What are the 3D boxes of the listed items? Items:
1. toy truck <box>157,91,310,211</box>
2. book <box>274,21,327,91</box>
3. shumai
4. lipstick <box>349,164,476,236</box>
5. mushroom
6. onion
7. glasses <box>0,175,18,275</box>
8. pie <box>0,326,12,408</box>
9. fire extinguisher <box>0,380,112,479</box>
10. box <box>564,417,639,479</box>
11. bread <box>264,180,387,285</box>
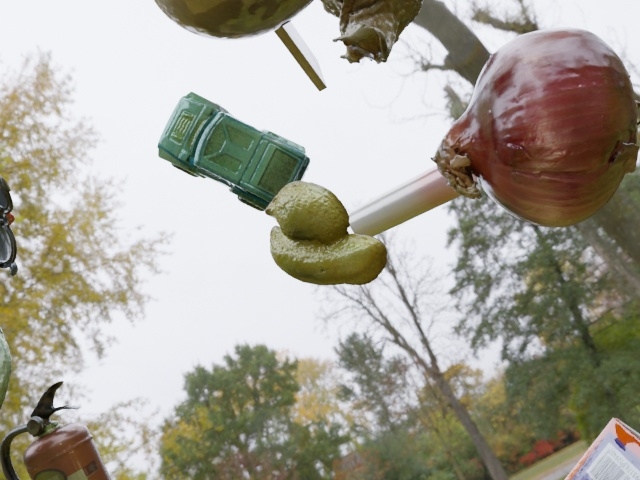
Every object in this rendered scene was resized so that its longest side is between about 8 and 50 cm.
[{"bbox_3d":[-0.166,-0.167,1.213,0.154,0.279,0.156,-63,0,-1],"label":"toy truck"},{"bbox_3d":[-0.064,-0.485,1.535,0.026,0.161,0.231,-30,-50,16],"label":"book"},{"bbox_3d":[0.162,-0.579,1.645,0.314,0.262,0.267,-4,-16,-36],"label":"shumai"},{"bbox_3d":[0.205,-0.094,1.464,0.087,0.087,0.327,-3,-17,-43],"label":"lipstick"},{"bbox_3d":[-0.145,-0.525,1.085,0.362,0.294,0.362,-30,-9,-5],"label":"mushroom"},{"bbox_3d":[0.398,-0.191,1.095,0.354,0.353,0.353,-23,-24,-11],"label":"onion"},{"bbox_3d":[-0.690,-0.007,1.137,0.268,0.118,0.234,-28,-38,-45],"label":"glasses"},{"bbox_3d":[-0.584,0.210,1.000,0.241,0.240,0.054,-34,-22,16],"label":"pie"},{"bbox_3d":[-0.449,0.447,1.094,0.200,0.375,0.113,-24,-1,-1],"label":"fire extinguisher"},{"bbox_3d":[0.513,0.481,0.843,0.256,0.319,0.348,-54,5,5],"label":"box"},{"bbox_3d":[0.000,0.000,0.878,0.065,0.188,0.149,-44,-32,-52],"label":"bread"}]
